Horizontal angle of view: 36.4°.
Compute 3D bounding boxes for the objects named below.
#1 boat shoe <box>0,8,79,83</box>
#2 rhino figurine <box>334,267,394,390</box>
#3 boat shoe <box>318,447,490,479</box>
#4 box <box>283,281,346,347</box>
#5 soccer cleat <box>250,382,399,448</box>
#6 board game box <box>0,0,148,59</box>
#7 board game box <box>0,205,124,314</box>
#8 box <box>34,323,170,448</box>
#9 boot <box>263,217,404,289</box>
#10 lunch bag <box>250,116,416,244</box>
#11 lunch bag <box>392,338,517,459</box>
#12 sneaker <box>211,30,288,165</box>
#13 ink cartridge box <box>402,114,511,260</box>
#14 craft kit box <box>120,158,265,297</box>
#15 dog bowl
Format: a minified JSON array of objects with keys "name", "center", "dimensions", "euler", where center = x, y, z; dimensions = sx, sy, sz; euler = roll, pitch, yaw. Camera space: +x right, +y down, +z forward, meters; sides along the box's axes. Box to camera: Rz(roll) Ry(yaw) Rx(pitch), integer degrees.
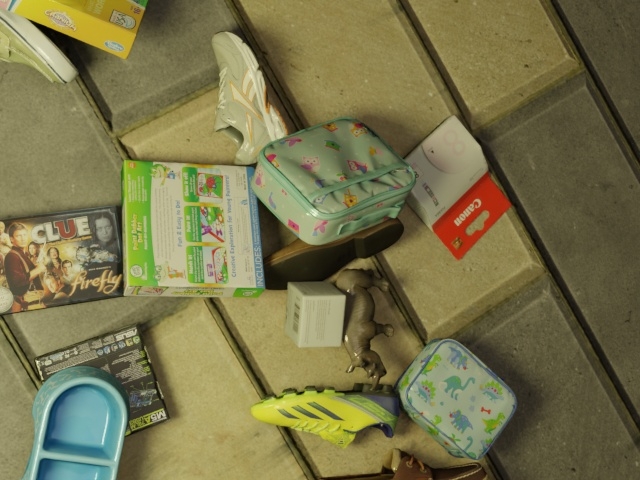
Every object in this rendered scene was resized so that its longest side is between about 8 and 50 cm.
[{"name":"boat shoe","center":[-0.563,-0.366,1.709],"dimensions":[0.302,0.109,0.094],"euler":[39,86,-1]},{"name":"rhino figurine","center":[0.080,0.163,1.835],"dimensions":[0.106,0.073,0.243],"euler":[8,68,-39]},{"name":"boat shoe","center":[0.155,0.451,1.828],"dimensions":[0.341,0.123,0.123],"euler":[-10,87,-14]},{"name":"box","center":[-0.011,0.136,1.806],"dimensions":[0.087,0.102,0.101],"euler":[0,104,-19]},{"name":"soccer cleat","center":[0.014,0.330,1.807],"dimensions":[0.289,0.093,0.121],"euler":[0,85,-20]},{"name":"board game box","center":[-0.457,-0.477,1.717],"dimensions":[0.316,0.064,0.242],"euler":[20,49,-16]},{"name":"board game box","center":[-0.470,0.035,1.705],"dimensions":[0.243,0.042,0.165],"euler":[-9,85,-20]},{"name":"box","center":[-0.381,0.261,1.704],"dimensions":[0.190,0.045,0.184],"euler":[-19,92,-20]},{"name":"boot","center":[0.000,0.000,1.863],"dimensions":[0.305,0.112,0.115],"euler":[-23,60,-16]},{"name":"lunch bag","center":[0.034,-0.112,1.800],"dimensions":[0.279,0.108,0.224],"euler":[-23,56,-36]},{"name":"lunch bag","center":[0.265,0.307,1.899],"dimensions":[0.219,0.090,0.176],"euler":[41,73,-10]},{"name":"sneaker","center":[-0.160,-0.265,1.830],"dimensions":[0.121,0.099,0.262],"euler":[-25,90,-16]},{"name":"ink cartridge box","center":[0.274,-0.108,1.980],"dimensions":[0.189,0.066,0.232],"euler":[-43,93,-20]},{"name":"craft kit box","center":[-0.233,-0.020,1.756],"dimensions":[0.246,0.061,0.250],"euler":[4,65,-21]},{"name":"dog bowl","center":[-0.408,0.360,1.622],"dimensions":[0.165,0.074,0.297],"euler":[12,83,-19]}]
